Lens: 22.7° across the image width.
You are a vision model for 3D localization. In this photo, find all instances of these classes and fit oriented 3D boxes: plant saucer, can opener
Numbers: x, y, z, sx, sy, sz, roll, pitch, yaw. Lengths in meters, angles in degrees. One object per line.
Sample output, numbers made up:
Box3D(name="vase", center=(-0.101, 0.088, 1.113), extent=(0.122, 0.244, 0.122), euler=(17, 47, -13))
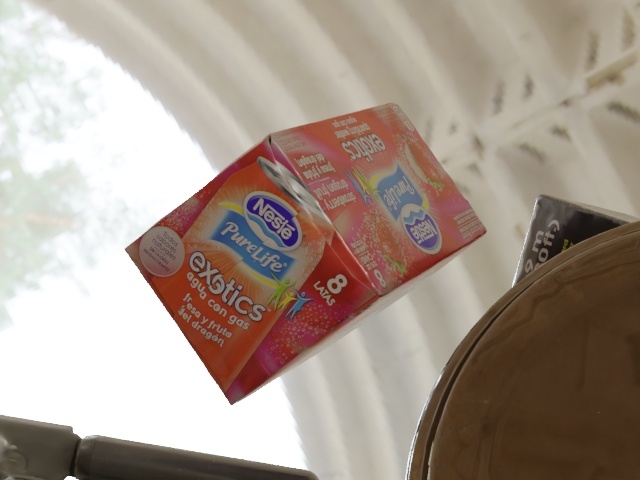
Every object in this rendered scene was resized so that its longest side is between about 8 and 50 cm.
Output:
Box3D(name="plant saucer", center=(0.166, 0.104, 0.682), extent=(0.278, 0.278, 0.041), euler=(44, -6, 32))
Box3D(name="can opener", center=(-0.142, 0.165, 1.091), extent=(0.095, 0.283, 0.076), euler=(-51, 150, -87))

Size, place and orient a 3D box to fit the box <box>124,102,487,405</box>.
Box3D(name="box", center=(0.000, 0.000, 1.059), extent=(0.128, 0.257, 0.122), euler=(-37, -95, 21))

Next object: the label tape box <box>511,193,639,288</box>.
Box3D(name="label tape box", center=(0.185, 0.100, 1.107), extent=(0.334, 0.106, 0.240), euler=(-152, -104, -70))
